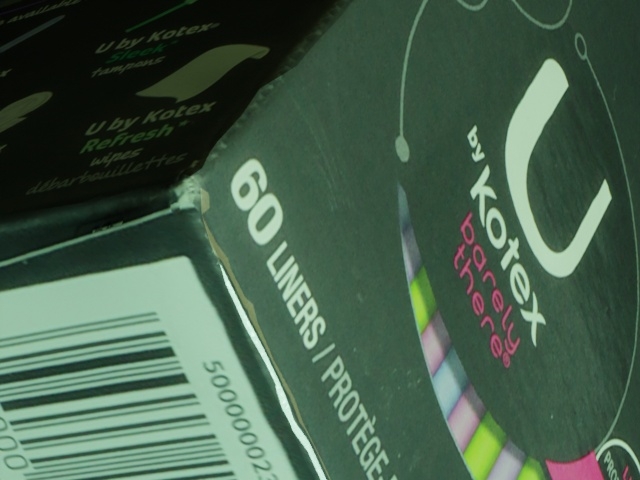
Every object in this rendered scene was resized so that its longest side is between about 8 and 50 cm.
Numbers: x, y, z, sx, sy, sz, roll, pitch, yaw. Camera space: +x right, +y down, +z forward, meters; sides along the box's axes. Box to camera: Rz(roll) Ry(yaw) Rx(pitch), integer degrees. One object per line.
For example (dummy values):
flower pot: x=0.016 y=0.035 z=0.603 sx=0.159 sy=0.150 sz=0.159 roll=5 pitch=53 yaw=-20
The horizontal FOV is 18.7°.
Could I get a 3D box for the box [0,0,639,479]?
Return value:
box: x=0.000 y=0.000 z=0.462 sx=0.165 sy=0.143 sz=0.270 roll=66 pitch=33 yaw=-23
